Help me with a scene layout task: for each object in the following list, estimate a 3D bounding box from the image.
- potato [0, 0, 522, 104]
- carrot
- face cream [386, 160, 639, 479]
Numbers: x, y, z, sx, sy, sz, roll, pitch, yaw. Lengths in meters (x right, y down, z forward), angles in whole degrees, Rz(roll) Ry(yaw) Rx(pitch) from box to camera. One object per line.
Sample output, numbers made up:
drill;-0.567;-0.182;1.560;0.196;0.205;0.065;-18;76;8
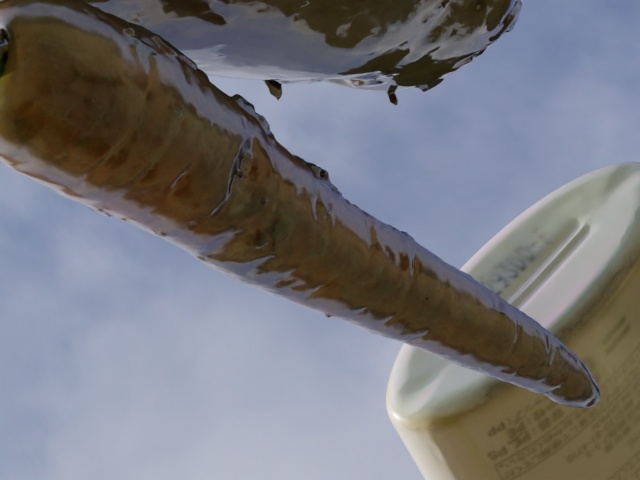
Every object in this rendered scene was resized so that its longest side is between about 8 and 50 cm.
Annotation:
potato;-0.036;-0.122;0.621;0.262;0.165;0.165;-1;-80;-43
carrot;0.000;0.000;0.547;0.254;0.049;0.049;30;-89;-39
face cream;0.159;0.134;0.987;0.173;0.081;0.348;-45;-49;-16
